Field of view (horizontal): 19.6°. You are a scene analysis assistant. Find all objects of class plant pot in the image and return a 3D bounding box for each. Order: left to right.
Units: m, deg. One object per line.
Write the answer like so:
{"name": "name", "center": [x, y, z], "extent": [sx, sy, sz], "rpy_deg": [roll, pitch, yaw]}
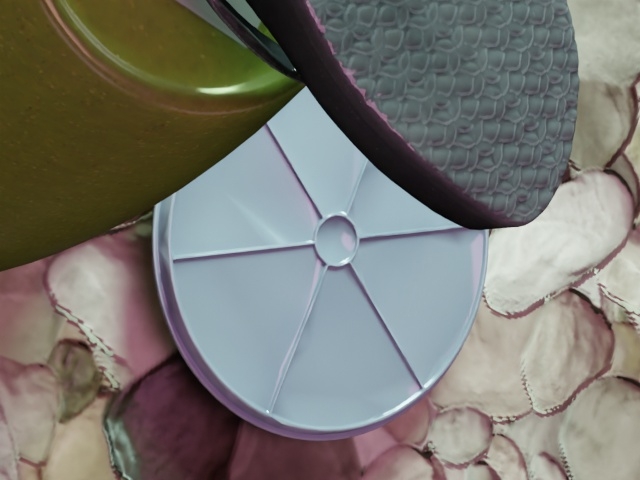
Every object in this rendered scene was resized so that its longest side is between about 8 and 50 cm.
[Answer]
{"name": "plant pot", "center": [-0.117, -0.111, 0.701], "extent": [0.275, 0.293, 0.274], "rpy_deg": [0, 91, -33]}

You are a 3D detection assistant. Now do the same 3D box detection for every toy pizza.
{"name": "toy pizza", "center": [0.000, 0.000, 0.937], "extent": [0.201, 0.032, 0.201], "rpy_deg": [0, 90, -33]}

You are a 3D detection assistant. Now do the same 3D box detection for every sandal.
{"name": "sandal", "center": [-0.012, -0.106, 0.570], "extent": [0.254, 0.054, 0.097], "rpy_deg": [46, 60, -15]}
